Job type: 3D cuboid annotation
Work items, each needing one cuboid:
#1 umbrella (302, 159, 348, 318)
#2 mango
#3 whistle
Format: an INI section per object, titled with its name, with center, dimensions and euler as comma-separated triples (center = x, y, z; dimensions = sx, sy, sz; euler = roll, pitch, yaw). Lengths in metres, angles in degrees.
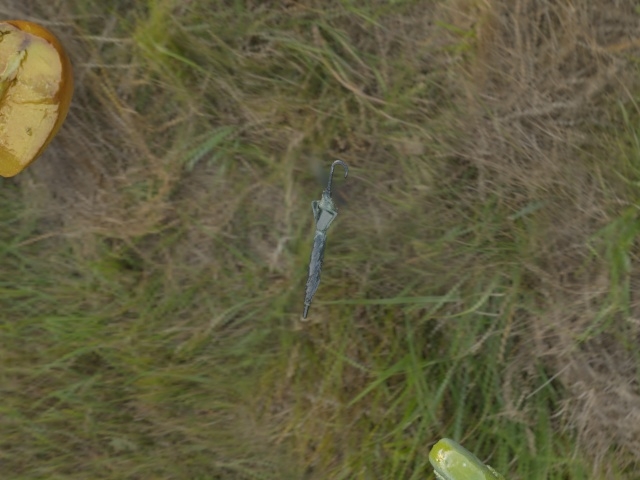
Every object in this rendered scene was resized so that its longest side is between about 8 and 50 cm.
[umbrella]
center = -0.005, -0.003, 1.643
dimensions = 0.044, 0.044, 0.269
euler = 27, 122, 20
[mango]
center = -0.504, -0.216, 1.854
dimensions = 0.199, 0.350, 0.201
euler = -27, 79, -29
[whistle]
center = 0.219, 0.337, 1.567
dimensions = 0.057, 0.198, 0.104
euler = -51, 45, -1
